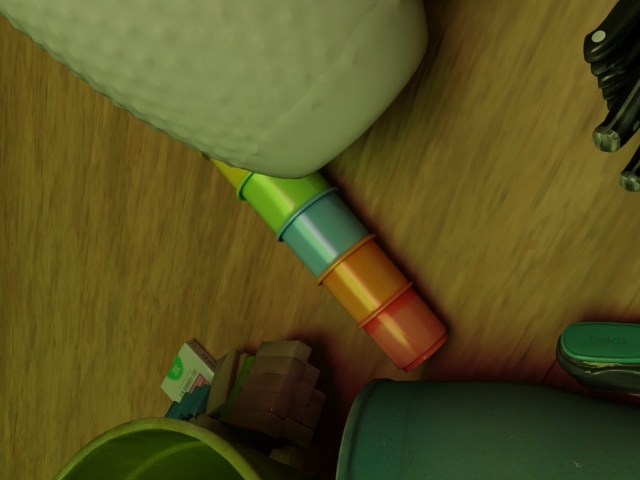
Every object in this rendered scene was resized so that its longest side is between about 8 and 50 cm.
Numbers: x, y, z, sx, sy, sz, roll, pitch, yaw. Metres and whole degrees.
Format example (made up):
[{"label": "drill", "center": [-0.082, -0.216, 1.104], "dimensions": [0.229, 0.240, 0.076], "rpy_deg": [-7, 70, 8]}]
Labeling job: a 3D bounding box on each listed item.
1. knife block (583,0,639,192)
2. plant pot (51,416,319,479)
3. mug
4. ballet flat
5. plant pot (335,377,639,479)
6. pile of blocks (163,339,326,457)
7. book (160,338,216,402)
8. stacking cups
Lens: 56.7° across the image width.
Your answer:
[{"label": "knife block", "center": [0.250, -0.120, 0.241], "dimensions": [0.276, 0.088, 0.242], "rpy_deg": [-18, 67, 31]}, {"label": "plant pot", "center": [-0.059, 0.382, 0.585], "dimensions": [0.367, 0.353, 0.366], "rpy_deg": [-15, 62, 30]}, {"label": "mug", "center": [-0.056, -0.232, 0.433], "dimensions": [0.328, 0.276, 0.374], "rpy_deg": [41, 139, -18]}, {"label": "ballet flat", "center": [0.294, 0.097, 0.462], "dimensions": [0.203, 0.074, 0.074], "rpy_deg": [-5, 103, 30]}, {"label": "plant pot", "center": [0.180, 0.238, 0.478], "dimensions": [0.255, 0.272, 0.271], "rpy_deg": [-11, 99, 22]}, {"label": "pile of blocks", "center": [-0.109, 0.242, 0.757], "dimensions": [0.113, 0.149, 0.362], "rpy_deg": [37, 127, -26]}, {"label": "book", "center": [-0.156, 0.222, 0.842], "dimensions": [0.144, 0.035, 0.096], "rpy_deg": [41, 119, 18]}, {"label": "stacking cups", "center": [0.000, 0.000, 0.615], "dimensions": [0.316, 0.096, 0.096], "rpy_deg": [52, 127, 9]}]
